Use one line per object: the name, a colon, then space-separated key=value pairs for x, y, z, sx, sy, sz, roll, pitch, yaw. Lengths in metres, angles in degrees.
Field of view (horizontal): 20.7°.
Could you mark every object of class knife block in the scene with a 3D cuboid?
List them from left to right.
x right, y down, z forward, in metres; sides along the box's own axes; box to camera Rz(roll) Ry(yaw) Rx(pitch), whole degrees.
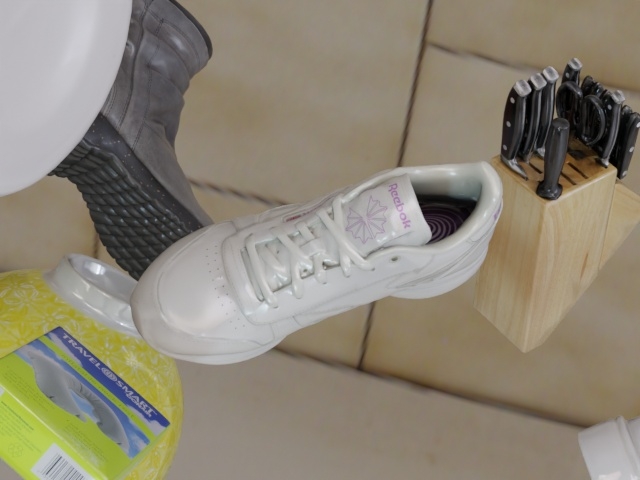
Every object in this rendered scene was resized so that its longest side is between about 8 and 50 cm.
knife block: x=0.214 y=-0.039 z=1.746 sx=0.276 sy=0.088 sz=0.242 roll=-53 pitch=143 yaw=10

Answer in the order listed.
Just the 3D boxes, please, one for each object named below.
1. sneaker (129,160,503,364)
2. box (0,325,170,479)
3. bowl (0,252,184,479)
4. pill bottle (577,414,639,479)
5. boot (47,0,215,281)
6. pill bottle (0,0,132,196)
sneaker: x=0.000 y=0.000 z=1.338 sx=0.152 sy=0.305 sz=0.114 roll=118 pitch=131 yaw=-65
box: x=-0.164 y=0.115 z=1.157 sx=0.109 sy=0.178 sz=0.042 roll=41 pitch=101 yaw=2
bowl: x=-0.244 y=0.106 z=1.756 sx=0.289 sy=0.289 sz=0.156 roll=29 pitch=99 yaw=-5
pill bottle: x=0.311 y=0.135 z=1.224 sx=0.245 sy=0.136 sz=0.136 roll=-23 pitch=117 yaw=8
boot: x=-0.148 y=-0.108 z=1.648 sx=0.118 sy=0.223 sz=0.338 roll=-13 pitch=128 yaw=40
pill bottle: x=-0.305 y=-0.158 z=0.989 sx=0.361 sy=0.204 sz=0.204 roll=15 pitch=129 yaw=25
